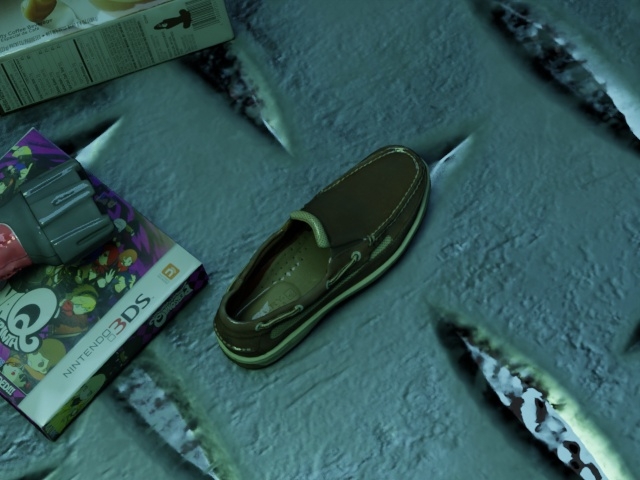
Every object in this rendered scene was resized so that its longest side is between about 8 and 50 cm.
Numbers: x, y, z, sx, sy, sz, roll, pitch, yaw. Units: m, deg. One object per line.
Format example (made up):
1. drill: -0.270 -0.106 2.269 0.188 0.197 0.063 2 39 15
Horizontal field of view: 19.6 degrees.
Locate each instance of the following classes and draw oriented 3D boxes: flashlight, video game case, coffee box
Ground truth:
1. flashlight: -0.325 0.042 1.638 0.304 0.103 0.103 -29 91 -5
2. video game case: -0.256 0.036 1.708 0.232 0.042 0.210 38 75 22
3. coffee box: -0.225 -0.237 1.806 0.246 0.098 0.141 -18 63 -2

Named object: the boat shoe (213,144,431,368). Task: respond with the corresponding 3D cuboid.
1. boat shoe: 0.006 0.005 1.658 0.095 0.095 0.257 34 73 21
